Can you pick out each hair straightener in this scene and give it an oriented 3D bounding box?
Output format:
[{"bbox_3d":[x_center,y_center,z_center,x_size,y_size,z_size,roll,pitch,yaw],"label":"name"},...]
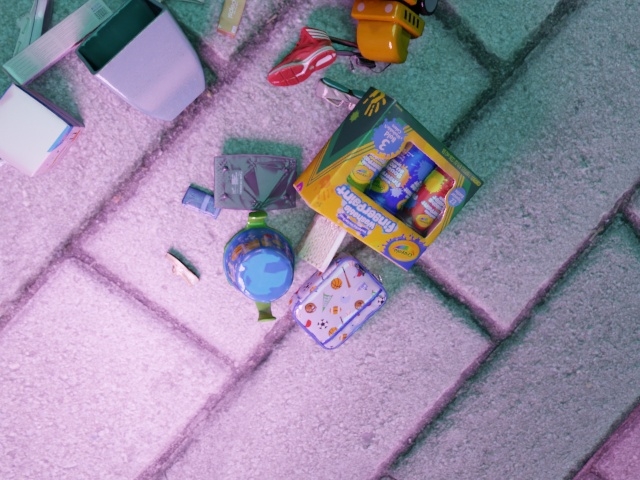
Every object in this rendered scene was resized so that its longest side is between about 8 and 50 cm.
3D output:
[{"bbox_3d":[0.114,-0.568,1.688,0.231,0.047,0.088,8,99,-18],"label":"hair straightener"}]

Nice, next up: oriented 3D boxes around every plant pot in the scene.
[{"bbox_3d":[-0.461,-0.473,1.472,0.247,0.248,0.252,-44,136,-2],"label":"plant pot"}]

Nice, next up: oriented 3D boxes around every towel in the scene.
[{"bbox_3d":[-0.364,-0.117,1.671,0.120,0.029,0.067,24,94,-15],"label":"towel"}]

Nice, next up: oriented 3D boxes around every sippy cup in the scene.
[{"bbox_3d":[-0.178,0.082,1.647,0.240,0.224,0.305,-41,105,-3],"label":"sippy cup"}]

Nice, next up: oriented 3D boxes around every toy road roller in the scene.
[{"bbox_3d":[0.175,-0.648,1.536,0.330,0.203,0.240,2,105,-53],"label":"toy road roller"}]

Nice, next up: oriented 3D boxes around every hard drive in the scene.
[{"bbox_3d":[-0.203,-0.179,1.671,0.255,0.054,0.171,-1,98,-17],"label":"hard drive"}]

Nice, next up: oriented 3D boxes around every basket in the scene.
[{"bbox_3d":[0.000,0.000,1.729,0.103,0.113,0.167,29,93,-11],"label":"basket"}]

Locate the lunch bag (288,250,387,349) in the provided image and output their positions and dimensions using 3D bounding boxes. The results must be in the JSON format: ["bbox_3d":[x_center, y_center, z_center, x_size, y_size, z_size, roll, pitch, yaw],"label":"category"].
[{"bbox_3d":[0.066,0.198,1.780,0.303,0.115,0.243,-42,108,-1],"label":"lunch bag"}]

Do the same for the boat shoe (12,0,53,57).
[{"bbox_3d":[-0.787,-0.582,1.468,0.076,0.083,0.226,14,98,-15],"label":"boat shoe"}]

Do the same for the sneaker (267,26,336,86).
[{"bbox_3d":[-0.066,-0.561,1.642,0.222,0.087,0.127,-19,66,10],"label":"sneaker"}]

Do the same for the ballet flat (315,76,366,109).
[{"bbox_3d":[0.085,-0.447,1.696,0.214,0.072,0.068,16,124,-14],"label":"ballet flat"}]

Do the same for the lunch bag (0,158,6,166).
[{"bbox_3d":[-0.969,-0.254,1.398,0.160,0.262,0.223,-37,104,-3],"label":"lunch bag"}]

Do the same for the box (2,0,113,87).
[{"bbox_3d":[-0.702,-0.536,1.455,0.067,0.063,0.324,48,71,-22],"label":"box"}]

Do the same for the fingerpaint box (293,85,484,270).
[{"bbox_3d":[0.212,-0.168,1.624,0.445,0.163,0.371,33,102,-34],"label":"fingerpaint box"}]

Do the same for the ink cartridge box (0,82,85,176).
[{"bbox_3d":[-0.769,-0.292,1.448,0.168,0.233,0.171,38,91,-18],"label":"ink cartridge box"}]

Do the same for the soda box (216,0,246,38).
[{"bbox_3d":[-0.249,-0.690,1.573,0.058,0.061,0.181,18,96,-14],"label":"soda box"}]

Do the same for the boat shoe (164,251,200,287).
[{"bbox_3d":[-0.437,0.093,1.683,0.045,0.050,0.135,-46,106,-7],"label":"boat shoe"}]

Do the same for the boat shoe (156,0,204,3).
[{"bbox_3d":[-0.460,-0.701,1.508,0.278,0.098,0.096,-5,100,-12],"label":"boat shoe"}]
